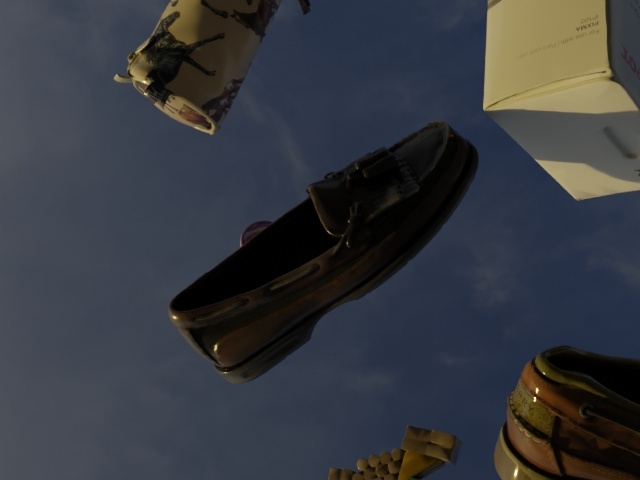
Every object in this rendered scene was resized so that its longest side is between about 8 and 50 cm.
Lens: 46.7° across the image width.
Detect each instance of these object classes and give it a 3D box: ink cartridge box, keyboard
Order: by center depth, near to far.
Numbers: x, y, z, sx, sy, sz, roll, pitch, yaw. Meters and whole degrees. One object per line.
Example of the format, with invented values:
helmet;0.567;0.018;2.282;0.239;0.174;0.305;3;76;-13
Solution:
ink cartridge box;0.254;-0.209;0.699;0.117;0.207;0.283;-11;-119;40
keyboard;-0.055;-0.503;1.369;0.023;0.108;0.180;-20;-110;6

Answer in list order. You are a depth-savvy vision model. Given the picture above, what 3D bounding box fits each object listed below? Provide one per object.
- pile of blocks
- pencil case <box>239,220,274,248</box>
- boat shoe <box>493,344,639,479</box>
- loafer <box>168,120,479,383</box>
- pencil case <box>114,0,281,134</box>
pile of blocks;0.083;0.432;1.221;0.362;0.112;0.149;-28;-124;10
pencil case;-0.113;0.042;1.229;0.088;0.206;0.086;-17;-110;-25
boat shoe;0.285;0.143;0.530;0.307;0.111;0.105;6;-68;-10
loafer;0.000;0.000;0.635;0.302;0.109;0.095;-42;-60;7
pencil case;-0.163;-0.391;1.205;0.183;0.160;0.411;26;-91;-28
